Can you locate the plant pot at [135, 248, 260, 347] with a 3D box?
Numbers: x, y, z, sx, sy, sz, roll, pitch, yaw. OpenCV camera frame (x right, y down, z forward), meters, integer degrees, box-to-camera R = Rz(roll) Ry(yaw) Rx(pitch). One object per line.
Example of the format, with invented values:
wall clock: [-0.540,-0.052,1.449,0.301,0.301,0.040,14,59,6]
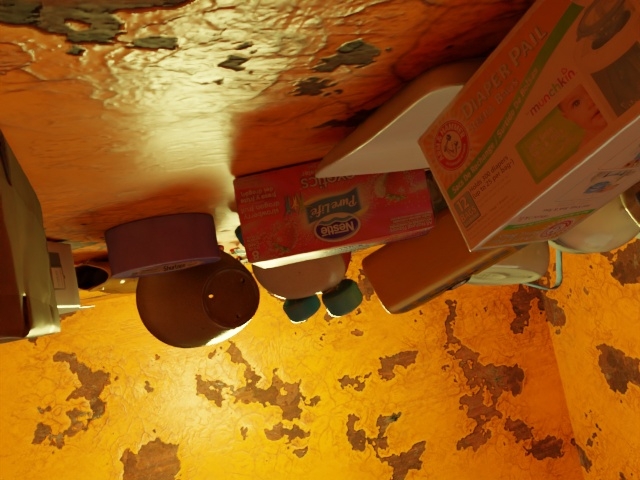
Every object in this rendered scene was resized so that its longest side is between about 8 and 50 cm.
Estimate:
plant pot: [-0.227,0.113,1.235,0.237,0.237,0.254,-8,-179,-31]

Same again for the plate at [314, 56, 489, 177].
plate: [0.161,-0.132,0.638,0.278,0.045,0.277,-9,173,-22]

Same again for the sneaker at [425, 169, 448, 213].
sneaker: [0.198,-0.088,1.014,0.297,0.110,0.129,-15,167,-43]

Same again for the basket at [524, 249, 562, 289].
basket: [0.498,-0.015,1.552,0.289,0.254,0.201,9,170,-9]

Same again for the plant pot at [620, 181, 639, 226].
plant pot: [0.600,-0.083,0.867,0.306,0.333,0.334,8,163,-39]

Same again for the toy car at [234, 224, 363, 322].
toy car: [0.000,0.000,1.176,0.210,0.219,0.238,-16,-158,41]

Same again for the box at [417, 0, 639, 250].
box: [0.180,-0.090,0.436,0.103,0.114,0.203,-6,153,-31]

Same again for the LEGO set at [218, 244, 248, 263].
LEGO set: [-0.146,0.023,1.547,0.245,0.060,0.182,0,166,1]

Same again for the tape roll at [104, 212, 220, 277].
tape roll: [-0.275,0.011,1.060,0.189,0.080,0.189,-11,174,-1]

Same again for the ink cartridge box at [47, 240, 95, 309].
ink cartridge box: [-0.527,0.071,0.946,0.207,0.119,0.353,-12,174,2]

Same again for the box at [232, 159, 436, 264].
box: [0.020,-0.044,0.847,0.257,0.122,0.128,-11,174,3]

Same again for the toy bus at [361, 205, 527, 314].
toy bus: [0.239,-0.008,0.951,0.333,0.108,0.130,-33,162,19]

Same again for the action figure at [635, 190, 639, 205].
action figure: [0.482,-0.023,0.536,0.342,0.178,0.330,-12,165,-10]

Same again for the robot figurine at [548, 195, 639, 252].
robot figurine: [0.539,-0.073,1.223,0.300,0.199,0.353,18,-178,13]

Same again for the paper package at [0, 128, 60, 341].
paper package: [-0.415,0.032,0.514,0.325,0.168,0.309,-10,176,-20]

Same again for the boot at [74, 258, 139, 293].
boot: [-0.406,0.077,1.364,0.295,0.104,0.211,-8,176,16]

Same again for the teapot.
teapot: [0.344,-0.016,1.236,0.253,0.186,0.256,13,164,-39]
